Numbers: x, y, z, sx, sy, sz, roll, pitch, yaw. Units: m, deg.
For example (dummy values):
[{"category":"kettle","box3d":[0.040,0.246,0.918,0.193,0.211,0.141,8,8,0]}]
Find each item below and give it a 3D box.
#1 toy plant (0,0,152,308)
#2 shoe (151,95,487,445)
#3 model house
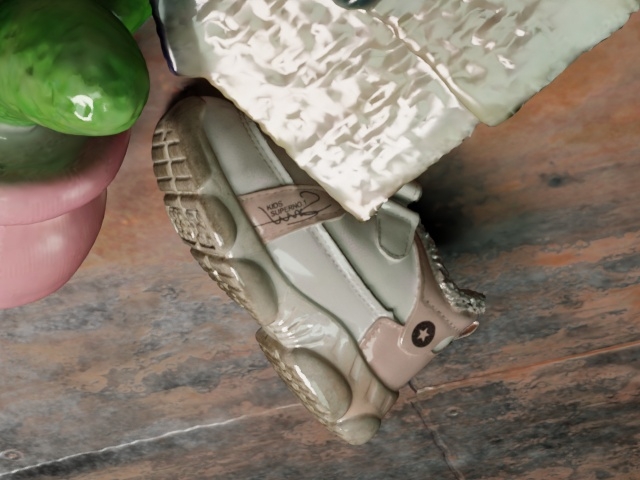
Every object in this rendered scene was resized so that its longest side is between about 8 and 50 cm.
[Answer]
[{"category":"toy plant","box3d":[-0.226,-0.095,0.878,0.210,0.317,0.356,-12,146,-36]},{"category":"shoe","box3d":[-0.002,-0.001,1.065,0.198,0.172,0.351,-36,114,-12]},{"category":"model house","box3d":[0.033,-0.216,0.773,0.284,0.243,0.298,36,123,-22]}]
